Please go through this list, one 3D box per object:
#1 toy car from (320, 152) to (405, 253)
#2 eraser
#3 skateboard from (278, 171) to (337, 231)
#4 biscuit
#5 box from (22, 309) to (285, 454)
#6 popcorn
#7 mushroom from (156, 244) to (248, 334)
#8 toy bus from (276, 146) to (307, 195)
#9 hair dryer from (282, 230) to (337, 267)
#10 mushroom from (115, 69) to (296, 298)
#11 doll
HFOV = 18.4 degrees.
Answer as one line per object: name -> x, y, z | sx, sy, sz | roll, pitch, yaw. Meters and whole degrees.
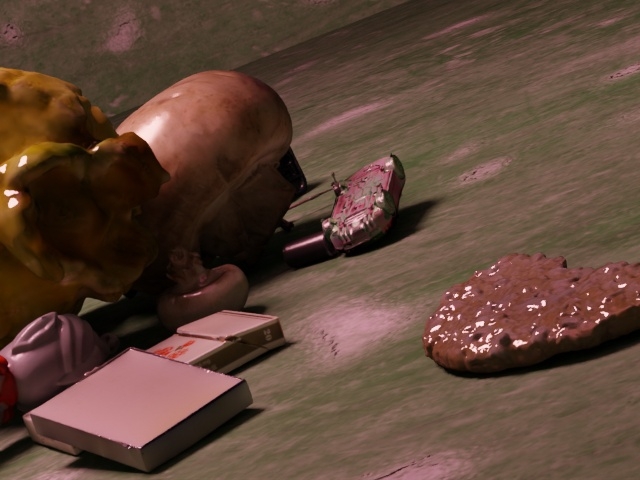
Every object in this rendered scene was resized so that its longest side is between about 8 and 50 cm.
toy car -> 0.046, -0.032, 1.845 | 0.069, 0.055, 0.142 | -27, 19, 20
eraser -> -0.135, 0.123, 1.459 | 0.104, 0.023, 0.150 | -33, 26, -32
skateboard -> -0.012, -0.037, 2.053 | 0.083, 0.032, 0.064 | -27, 22, -12
biscuit -> 0.140, 0.050, 1.333 | 0.133, 0.032, 0.250 | -28, 13, -22
box -> -0.134, 0.110, 1.584 | 0.198, 0.029, 0.109 | -28, 13, -23
popcorn -> -0.271, -0.020, 1.735 | 0.270, 0.258, 0.224 | -39, -26, 1
mushroom -> -0.108, 0.040, 1.731 | 0.085, 0.079, 0.085 | -23, 8, 3
toy bus -> -0.117, -0.051, 2.181 | 0.194, 0.087, 0.089 | -29, 6, -28
hair dryer -> 0.000, 0.000, 1.859 | 0.047, 0.026, 0.083 | -16, 9, 24
mushroom -> -0.125, -0.049, 1.920 | 0.254, 0.184, 0.255 | -63, 2, 5
doll -> -0.238, 0.111, 1.622 | 0.079, 0.094, 0.180 | 19, 33, 39
